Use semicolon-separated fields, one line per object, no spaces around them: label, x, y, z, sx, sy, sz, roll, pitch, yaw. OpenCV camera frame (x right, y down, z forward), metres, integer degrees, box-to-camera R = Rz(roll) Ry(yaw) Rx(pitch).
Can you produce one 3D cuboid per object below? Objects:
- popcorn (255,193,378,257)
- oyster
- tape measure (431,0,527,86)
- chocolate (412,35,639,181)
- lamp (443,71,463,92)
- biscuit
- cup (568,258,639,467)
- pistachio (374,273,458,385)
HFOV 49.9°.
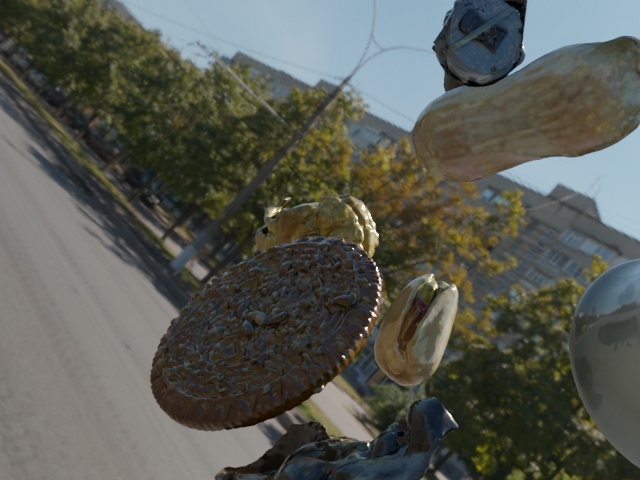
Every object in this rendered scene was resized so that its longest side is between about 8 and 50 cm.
popcorn;0.000;0.000;1.312;0.250;0.190;0.250;5;-3;0
oyster;-0.012;0.242;0.686;0.096;0.221;0.361;54;-28;-2
tape measure;0.162;-0.203;0.689;0.091;0.094;0.054;20;-6;2
chocolate;0.253;-0.150;0.837;0.309;0.134;0.134;-17;-46;31
lamp;0.243;-0.324;1.028;0.101;0.250;0.101;24;-5;2
biscuit;-0.068;0.092;0.804;0.305;0.305;0.038;36;-22;58
cup;0.541;0.153;0.943;0.347;0.347;0.163;42;-23;13
pistachio;0.166;0.155;1.194;0.117;0.201;0.145;14;-29;23
